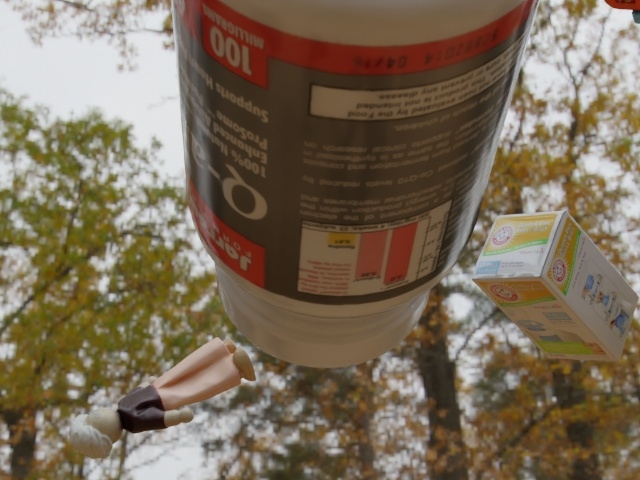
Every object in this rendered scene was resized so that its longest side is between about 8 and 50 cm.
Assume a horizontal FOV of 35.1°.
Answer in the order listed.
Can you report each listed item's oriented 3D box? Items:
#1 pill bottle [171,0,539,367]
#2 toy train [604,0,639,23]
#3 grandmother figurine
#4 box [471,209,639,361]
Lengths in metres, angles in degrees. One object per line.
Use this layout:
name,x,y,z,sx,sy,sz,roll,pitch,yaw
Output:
pill bottle,0.013,-0.079,0.665,0.210,0.210,0.363,1,-38,-3
toy train,0.256,-0.281,0.933,0.125,0.046,0.166,15,-38,54
grandmother figurine,-0.297,0.290,1.851,0.342,0.104,0.208,-26,10,-19
box,0.307,0.061,1.319,0.114,0.103,0.203,-3,-37,47
